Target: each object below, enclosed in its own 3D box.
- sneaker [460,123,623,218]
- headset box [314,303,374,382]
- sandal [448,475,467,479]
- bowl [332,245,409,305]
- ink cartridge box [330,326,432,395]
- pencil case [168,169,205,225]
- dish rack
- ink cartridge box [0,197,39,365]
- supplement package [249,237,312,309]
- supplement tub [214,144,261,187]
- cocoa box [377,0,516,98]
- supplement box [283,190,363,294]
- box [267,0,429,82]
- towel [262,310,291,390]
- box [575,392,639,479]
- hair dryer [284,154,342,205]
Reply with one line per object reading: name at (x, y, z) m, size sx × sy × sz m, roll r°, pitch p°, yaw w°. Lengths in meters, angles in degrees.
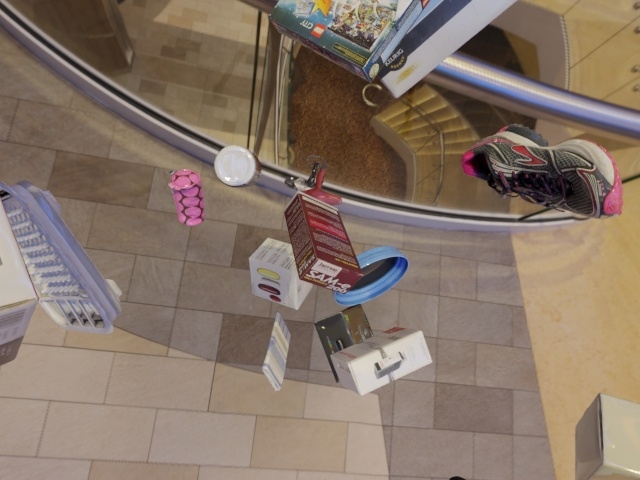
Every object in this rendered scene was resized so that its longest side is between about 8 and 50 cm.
sneaker at (0.356, -0.103, 0.670) m, size 0.111 × 0.299 × 0.121 m, roll -24°, pitch 118°, yaw -4°
headset box at (0.112, 0.403, 1.619) m, size 0.131 × 0.283 × 0.247 m, roll -25°, pitch 79°, yaw 20°
sandal at (0.392, 0.774, 1.125) m, size 0.097 × 0.255 × 0.055 m, roll -31°, pitch 104°, yaw 25°
bowl at (0.226, 0.167, 1.891) m, size 0.390 × 0.391 × 0.077 m, roll -18°, pitch 58°, yaw -15°
ink cartridge box at (0.097, 0.196, 0.667) m, size 0.135 × 0.099 × 0.056 m, roll -18°, pitch 87°, yaw -18°
pencil case at (-0.432, -0.133, 1.311) m, size 0.095 × 0.209 × 0.098 m, roll 34°, pitch 56°, yaw 17°
dish rack at (-0.539, 0.036, 0.809) m, size 0.072 × 0.285 × 0.333 m, roll -48°, pitch 122°, yaw -44°
ink cartridge box at (-0.387, -0.062, 0.402) m, size 0.069 × 0.175 × 0.371 m, roll -19°, pitch 76°, yaw -48°
supplement package at (-0.150, 0.128, 1.574) m, size 0.202 × 0.194 × 0.149 m, roll 16°, pitch 39°, yaw 19°
supplement tub at (-0.392, -0.353, 1.964) m, size 0.193 × 0.316 × 0.194 m, roll 0°, pitch 97°, yaw -2°
cocoa box at (0.224, -0.528, 0.835) m, size 0.228 × 0.347 × 0.232 m, roll 40°, pitch 36°, yaw -24°
supplement box at (0.000, 0.000, 0.933) m, size 0.130 × 0.073 × 0.240 m, roll 22°, pitch 32°, yaw -31°
box at (0.040, -0.389, 0.678) m, size 0.233 × 0.044 × 0.159 m, roll 40°, pitch 97°, yaw 25°
towel at (-0.192, 0.489, 1.785) m, size 0.034 × 0.209 × 0.285 m, roll -4°, pitch 45°, yaw 14°
box at (0.587, 0.366, 0.621) m, size 0.310 × 0.148 × 0.121 m, roll 10°, pitch 47°, yaw 23°
hair dryer at (-0.013, -0.258, 1.858) m, size 0.223 × 0.080 × 0.293 m, roll -42°, pitch 72°, yaw -3°
